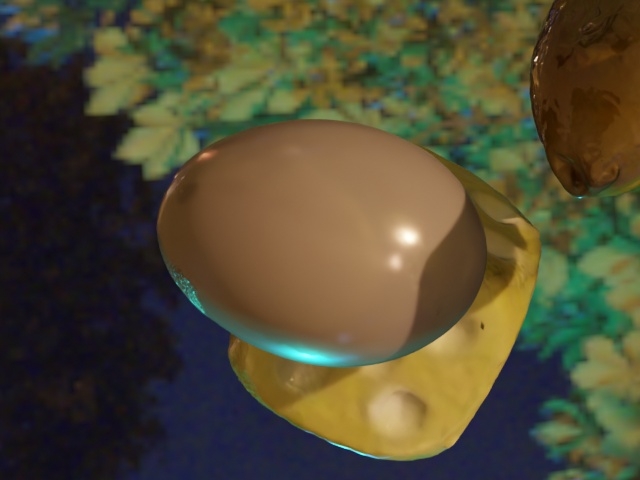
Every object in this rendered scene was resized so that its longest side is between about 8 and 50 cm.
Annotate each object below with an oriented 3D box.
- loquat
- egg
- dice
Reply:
[{"bbox_3d":[0.214,-0.114,1.320,0.195,0.152,0.152,-53,-155,-16],"label":"loquat"},{"bbox_3d":[0.000,0.000,1.175,0.146,0.199,0.146,14,90,-81],"label":"egg"},{"bbox_3d":[0.044,0.037,1.367,0.166,0.169,0.169,-79,-165,-64],"label":"dice"}]
